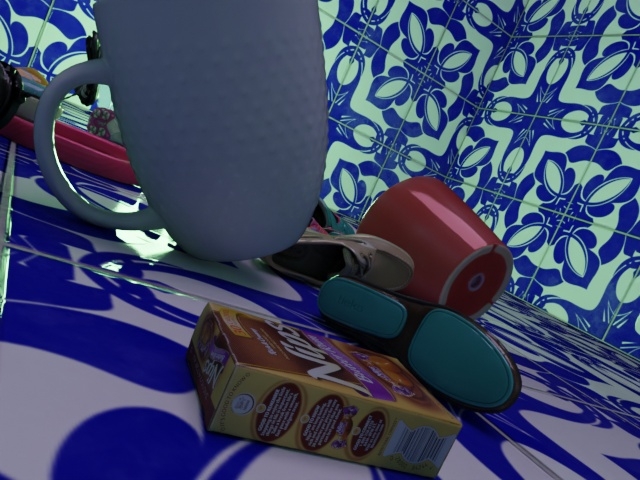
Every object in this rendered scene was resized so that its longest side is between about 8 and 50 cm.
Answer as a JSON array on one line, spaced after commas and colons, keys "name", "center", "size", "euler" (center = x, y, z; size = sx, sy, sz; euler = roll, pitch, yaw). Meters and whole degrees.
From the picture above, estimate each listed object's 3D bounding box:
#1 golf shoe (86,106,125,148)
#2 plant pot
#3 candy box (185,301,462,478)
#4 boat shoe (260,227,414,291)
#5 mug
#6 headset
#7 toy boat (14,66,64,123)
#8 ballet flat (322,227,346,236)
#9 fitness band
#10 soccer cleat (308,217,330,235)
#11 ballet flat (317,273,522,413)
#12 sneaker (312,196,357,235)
[{"name": "golf shoe", "center": [-0.547, -0.309, 1.724], "size": [0.306, 0.115, 0.140], "euler": [27, 3, 20]}, {"name": "plant pot", "center": [0.248, 0.032, 1.214], "size": [0.275, 0.275, 0.243], "euler": [19, 17, -41]}, {"name": "candy box", "center": [0.000, 0.112, 0.435], "size": [0.187, 0.053, 0.109], "euler": [20, 8, -25]}, {"name": "boat shoe", "center": [0.037, 0.041, 0.973], "size": [0.302, 0.109, 0.098], "euler": [15, 14, -24]}, {"name": "mug", "center": [-0.168, -0.141, 0.752], "size": [0.374, 0.328, 0.276], "euler": [-14, 20, -23]}, {"name": "headset", "center": [-0.552, -0.284, 0.913], "size": [0.394, 0.185, 0.243], "euler": [9, -9, -9]}, {"name": "toy boat", "center": [-0.751, -0.380, 1.352], "size": [0.268, 0.148, 0.318], "euler": [24, 6, -2]}, {"name": "ballet flat", "center": [0.000, 0.000, 1.330], "size": [0.213, 0.072, 0.068], "euler": [22, 2, -10]}, {"name": "fitness band", "center": [-0.486, -0.188, 1.159], "size": [0.291, 0.054, 0.209], "euler": [21, 7, -18]}, {"name": "soccer cleat", "center": [-0.014, -0.002, 1.160], "size": [0.083, 0.095, 0.248], "euler": [28, 7, 34]}, {"name": "ballet flat", "center": [0.121, 0.116, 0.699], "size": [0.280, 0.095, 0.096], "euler": [28, -5, 37]}, {"name": "sneaker", "center": [-0.046, -0.065, 1.518], "size": [0.295, 0.123, 0.178], "euler": [30, -1, 39]}]
